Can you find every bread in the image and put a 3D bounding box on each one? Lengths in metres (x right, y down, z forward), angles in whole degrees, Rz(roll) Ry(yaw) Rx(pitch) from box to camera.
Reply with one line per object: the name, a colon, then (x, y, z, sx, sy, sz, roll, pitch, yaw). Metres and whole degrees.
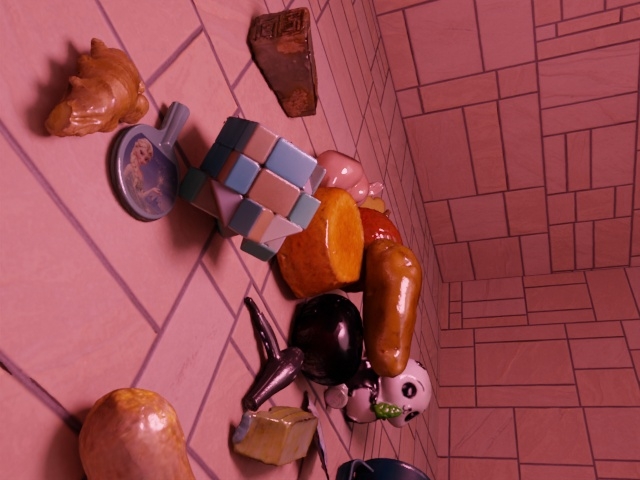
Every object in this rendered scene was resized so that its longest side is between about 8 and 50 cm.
bread: (0.002, -0.002, 1.341, 0.312, 0.173, 0.312, -4, 90, -68)
bread: (0.142, -0.090, 1.871, 0.187, 0.149, 0.065, -64, -171, -27)

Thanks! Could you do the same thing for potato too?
potato: (0.182, 0.168, 1.350, 0.177, 0.195, 0.369, 22, 60, -29)

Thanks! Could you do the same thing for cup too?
cup: (0.176, 0.784, 1.461, 0.292, 0.242, 0.307, -64, 145, -52)

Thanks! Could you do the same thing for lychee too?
lychee: (0.127, 0.019, 1.590, 0.300, 0.255, 0.255, -63, 142, -41)

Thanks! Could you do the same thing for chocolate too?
chocolate: (-0.223, 0.334, 0.694, 0.134, 0.134, 0.309, -44, 121, -65)

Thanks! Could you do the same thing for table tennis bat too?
table tennis bat: (-0.266, -0.140, 0.864, 0.149, 0.038, 0.237, 61, 33, -45)

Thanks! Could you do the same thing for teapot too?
teapot: (0.043, 0.427, 1.487, 0.083, 0.064, 0.064, 50, 14, 2)

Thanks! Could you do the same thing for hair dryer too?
hair dryer: (-0.124, 0.223, 1.116, 0.195, 0.075, 0.219, -35, 107, -57)

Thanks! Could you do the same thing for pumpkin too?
pumpkin: (0.026, 0.248, 1.339, 0.233, 0.163, 0.233, -3, 90, -71)

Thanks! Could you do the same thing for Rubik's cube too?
Rubik's cube: (-0.132, -0.095, 0.970, 0.224, 0.265, 0.212, 28, 92, -28)

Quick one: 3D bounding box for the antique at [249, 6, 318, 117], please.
antique: (-0.069, -0.445, 1.373, 0.284, 0.150, 0.125, 67, 24, -57)

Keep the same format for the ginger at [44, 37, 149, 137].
ginger: (-0.299, -0.209, 0.731, 0.205, 0.081, 0.115, -70, 179, -66)

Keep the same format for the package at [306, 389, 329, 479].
package: (-0.006, 0.477, 1.292, 0.173, 0.027, 0.171, -122, -158, -80)

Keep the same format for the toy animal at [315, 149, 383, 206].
toy animal: (0.066, -0.185, 1.619, 0.154, 0.167, 0.250, -63, 150, -7)

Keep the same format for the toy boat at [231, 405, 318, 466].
toy boat: (-0.078, 0.403, 1.096, 0.276, 0.084, 0.111, 41, 66, -63)

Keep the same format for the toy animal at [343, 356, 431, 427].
toy animal: (0.200, 0.460, 1.602, 0.212, 0.267, 0.212, -2, 90, -68)
